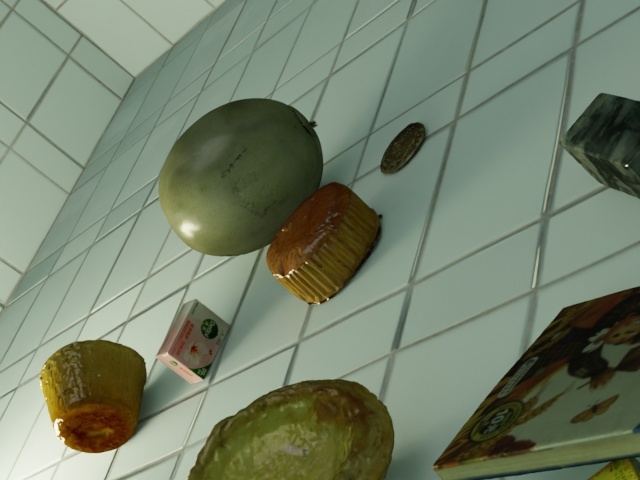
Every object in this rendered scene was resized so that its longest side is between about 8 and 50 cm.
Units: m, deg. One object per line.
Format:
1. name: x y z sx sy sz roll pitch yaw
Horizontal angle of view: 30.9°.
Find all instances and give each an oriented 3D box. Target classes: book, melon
1. book: 0.327 0.103 1.064 0.428 0.039 0.300 -24 11 48
2. melon: -0.140 -0.120 2.138 0.330 0.268 0.268 -35 24 5

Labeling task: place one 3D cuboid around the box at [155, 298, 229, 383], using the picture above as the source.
1. box: -0.227 0.179 2.065 0.043 0.089 0.125 -23 36 48

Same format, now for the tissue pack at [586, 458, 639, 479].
1. tissue pack: 0.280 0.266 0.948 0.062 0.095 0.176 -44 23 17

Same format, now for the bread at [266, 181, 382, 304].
1. bread: 0.000 0.000 1.898 0.199 0.104 0.199 -39 26 23

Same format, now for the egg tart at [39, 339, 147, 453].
1. egg tart: -0.416 0.298 2.136 0.202 0.202 0.147 -41 37 21

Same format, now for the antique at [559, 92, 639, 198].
1. antique: 0.371 -0.110 1.382 0.086 0.088 0.183 -49 22 0

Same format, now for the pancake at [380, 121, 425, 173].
1. pancake: 0.140 -0.160 2.002 0.115 0.011 0.115 -41 24 22

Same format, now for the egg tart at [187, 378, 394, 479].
1. egg tart: -0.030 0.297 1.414 0.294 0.123 0.294 -24 31 15
